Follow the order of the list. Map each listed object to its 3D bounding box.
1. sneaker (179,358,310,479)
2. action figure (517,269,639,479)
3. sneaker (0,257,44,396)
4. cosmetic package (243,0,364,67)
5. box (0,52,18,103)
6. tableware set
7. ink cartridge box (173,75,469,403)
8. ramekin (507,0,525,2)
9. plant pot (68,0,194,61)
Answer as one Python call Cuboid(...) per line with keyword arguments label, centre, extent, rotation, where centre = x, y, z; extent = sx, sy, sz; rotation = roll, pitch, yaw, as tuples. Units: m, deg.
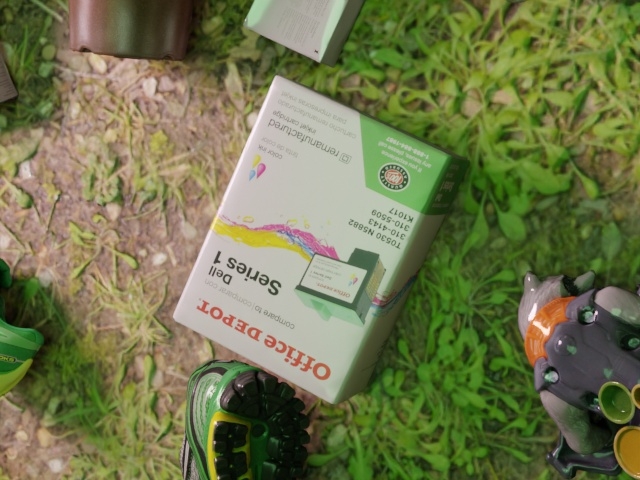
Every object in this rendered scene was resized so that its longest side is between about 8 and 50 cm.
Cuboid(label="sneaker", centre=(-0.080, 0.287, 1.153), extent=(0.134, 0.146, 0.344), rotation=(-5, 105, -26))
Cuboid(label="action figure", centre=(0.325, 0.093, 0.972), extent=(0.330, 0.178, 0.341), rotation=(26, 94, 40))
Cuboid(label="sneaker", centre=(-0.432, 0.050, 1.259), extent=(0.123, 0.109, 0.295), rotation=(-41, 78, -10))
Cuboid(label="cosmetic package", centre=(0.017, -0.312, 1.125), extent=(0.099, 0.060, 0.239), rotation=(28, 99, 16))
Cuboid(label="box", centre=(-0.543, -0.234, 1.264), extent=(0.322, 0.058, 0.232), rotation=(-14, 104, 18))
Cuboid(label="tableware set", centre=(0.286, 0.189, 0.894), extent=(0.104, 0.024, 0.154), rotation=(-21, 84, 52))
Cuboid(label="ink cartridge box", centre=(0.000, 0.000, 1.109), extent=(0.201, 0.117, 0.278), rotation=(26, 99, 14))
Cuboid(label="ramekin", centre=(0.190, -0.340, 1.005), extent=(0.109, 0.207, 0.207), rotation=(37, 101, 22))
Cuboid(label="plant pot", centre=(-0.202, -0.280, 1.147), extent=(0.167, 0.167, 0.165), rotation=(10, 103, 16))
